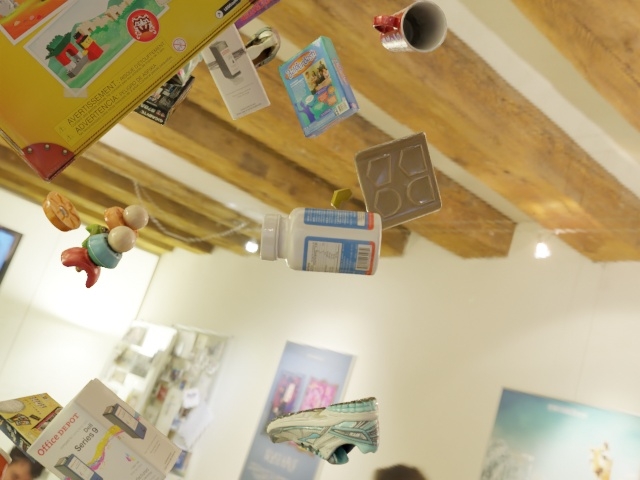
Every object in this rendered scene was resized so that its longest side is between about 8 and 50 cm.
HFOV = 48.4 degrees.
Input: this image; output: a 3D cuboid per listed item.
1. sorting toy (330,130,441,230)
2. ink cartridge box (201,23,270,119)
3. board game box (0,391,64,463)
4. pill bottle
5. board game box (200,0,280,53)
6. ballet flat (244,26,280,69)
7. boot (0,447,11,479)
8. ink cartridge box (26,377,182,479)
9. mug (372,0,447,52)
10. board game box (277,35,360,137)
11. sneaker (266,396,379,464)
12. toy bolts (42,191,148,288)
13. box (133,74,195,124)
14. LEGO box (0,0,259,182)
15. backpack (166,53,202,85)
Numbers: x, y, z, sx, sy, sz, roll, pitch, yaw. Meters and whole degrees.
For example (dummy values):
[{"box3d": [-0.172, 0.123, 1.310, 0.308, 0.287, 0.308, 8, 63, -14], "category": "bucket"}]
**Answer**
[{"box3d": [0.162, -0.142, 1.891, 0.307, 0.229, 0.041, -19, 17, -14], "category": "sorting toy"}, {"box3d": [-0.195, -0.383, 1.530, 0.158, 0.092, 0.217, -112, 179, -71], "category": "ink cartridge box"}, {"box3d": [-0.722, 0.478, 1.840, 0.243, 0.042, 0.165, 24, 15, 36], "category": "board game box"}, {"box3d": [0.000, 0.000, 1.362, 0.222, 0.124, 0.124, 5, -15, -1], "category": "pill bottle"}, {"box3d": [-0.222, -0.596, 1.917, 0.347, 0.208, 0.056, -26, -73, 27], "category": "board game box"}, {"box3d": [-0.152, -0.463, 1.735, 0.077, 0.221, 0.079, 51, -35, -13], "category": "ballet flat"}, {"box3d": [-0.586, 0.353, 1.176, 0.059, 0.084, 0.158, -16, -55, 35], "category": "boot"}, {"box3d": [-0.383, 0.374, 1.268, 0.212, 0.154, 0.093, 43, 17, -5], "category": "ink cartridge box"}, {"box3d": [0.197, -0.505, 1.669, 0.150, 0.113, 0.169, 35, 0, -19], "category": "mug"}, {"box3d": [-0.007, -0.396, 1.850, 0.160, 0.210, 0.047, -26, -9, 33], "category": "board game box"}, {"box3d": [0.000, 0.406, 1.470, 0.283, 0.122, 0.110, -22, -18, 37], "category": "sneaker"}, {"box3d": [-0.496, -0.031, 1.602, 0.218, 0.159, 0.228, 52, 12, -35], "category": "toy bolts"}, {"box3d": [-0.460, -0.420, 1.940, 0.175, 0.220, 0.051, 25, -51, -7], "category": "box"}, {"box3d": [-0.383, -0.393, 1.142, 0.372, 0.500, 0.193, 50, -10, -18], "category": "LEGO box"}, {"box3d": [-0.409, -0.496, 1.728, 0.225, 0.191, 0.253, 23, -17, 34], "category": "backpack"}]
